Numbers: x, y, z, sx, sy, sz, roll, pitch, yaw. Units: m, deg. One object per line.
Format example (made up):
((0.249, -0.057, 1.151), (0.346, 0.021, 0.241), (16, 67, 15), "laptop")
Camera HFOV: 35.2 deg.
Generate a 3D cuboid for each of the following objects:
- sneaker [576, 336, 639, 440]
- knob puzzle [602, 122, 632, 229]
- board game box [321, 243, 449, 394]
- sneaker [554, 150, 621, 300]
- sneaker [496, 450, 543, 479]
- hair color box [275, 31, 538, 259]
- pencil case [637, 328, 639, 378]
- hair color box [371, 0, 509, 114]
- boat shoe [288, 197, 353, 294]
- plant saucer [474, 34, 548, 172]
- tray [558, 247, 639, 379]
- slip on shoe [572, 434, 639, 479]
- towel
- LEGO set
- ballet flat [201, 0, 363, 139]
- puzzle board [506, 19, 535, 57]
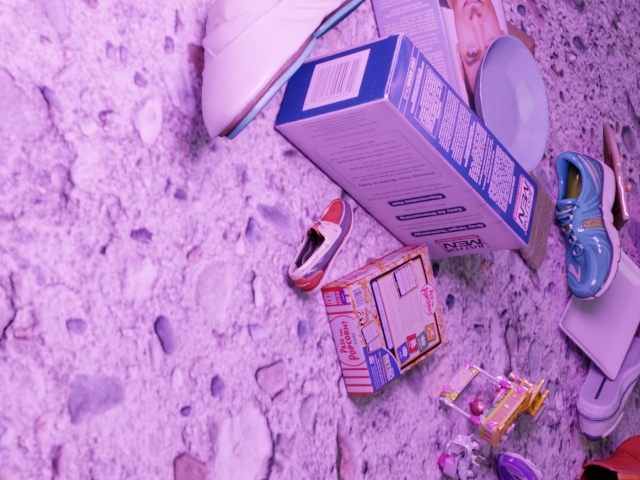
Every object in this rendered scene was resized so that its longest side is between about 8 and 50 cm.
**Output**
((0.514, 0.259, 1.801), (0.258, 0.094, 0.091), (-37, 136, -45), "sneaker")
((0.549, -0.123, 1.855), (0.213, 0.029, 0.213), (-8, 90, -80), "knob puzzle")
((0.091, 0.101, 1.337), (0.193, 0.045, 0.147), (-23, 102, -49), "board game box")
((0.447, -0.027, 1.753), (0.110, 0.107, 0.276), (20, 60, -35), "sneaker")
((0.303, 0.399, 1.533), (0.071, 0.068, 0.170), (-32, 109, -41), "sneaker")
((0.121, -0.107, 1.304), (0.347, 0.173, 0.105), (40, 55, -40), "hair color box")
((0.697, 0.085, 1.978), (0.160, 0.167, 0.386), (15, 68, -6), "pencil case")
((0.171, -0.334, 1.443), (0.185, 0.113, 0.375), (-24, 104, -49), "hair color box")
((0.000, 0.000, 1.245), (0.043, 0.049, 0.137), (44, 58, -34), "boat shoe")
((0.259, -0.188, 1.410), (0.195, 0.037, 0.195), (8, 80, -51), "plant saucer")
((0.513, 0.118, 1.821), (0.145, 0.030, 0.270), (44, 49, -6), "tray")
((0.502, 0.417, 1.732), (0.331, 0.123, 0.101), (-30, 103, -43), "slip on shoe")
((0.350, -0.037, 1.680), (0.110, 0.027, 0.148), (43, 53, -39), "towel")
((0.257, 0.238, 1.503), (0.287, 0.107, 0.132), (-22, 136, -54), "LEGO set")
((-0.055, -0.259, 1.172), (0.139, 0.139, 0.400), (61, 40, -24), "ballet flat")
((0.326, -0.315, 1.704), (0.128, 0.011, 0.097), (16, 74, -47), "puzzle board")
